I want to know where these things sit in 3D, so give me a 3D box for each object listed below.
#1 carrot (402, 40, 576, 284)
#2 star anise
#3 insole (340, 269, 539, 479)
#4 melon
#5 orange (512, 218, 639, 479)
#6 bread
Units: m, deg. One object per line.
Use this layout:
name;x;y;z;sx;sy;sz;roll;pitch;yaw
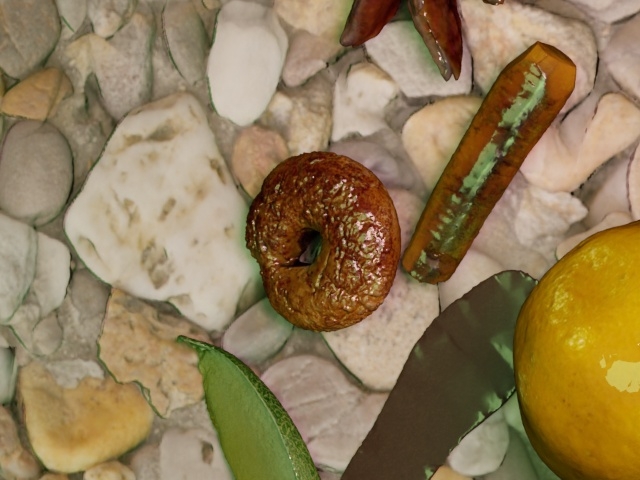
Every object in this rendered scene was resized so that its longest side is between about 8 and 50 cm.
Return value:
carrot;0.161;-0.072;1.897;0.070;0.070;0.260;36;107;20
star anise;0.104;-0.297;1.903;0.288;0.088;0.288;0;91;38
insole;0.117;0.164;1.954;0.111;0.007;0.328;41;107;20
melon;-0.074;0.202;2.036;0.114;0.053;0.262;-44;69;39
orange;0.298;0.102;1.723;0.279;0.279;0.235;-36;63;22
bread;0.000;0.000;1.963;0.193;0.064;0.193;-1;89;37
